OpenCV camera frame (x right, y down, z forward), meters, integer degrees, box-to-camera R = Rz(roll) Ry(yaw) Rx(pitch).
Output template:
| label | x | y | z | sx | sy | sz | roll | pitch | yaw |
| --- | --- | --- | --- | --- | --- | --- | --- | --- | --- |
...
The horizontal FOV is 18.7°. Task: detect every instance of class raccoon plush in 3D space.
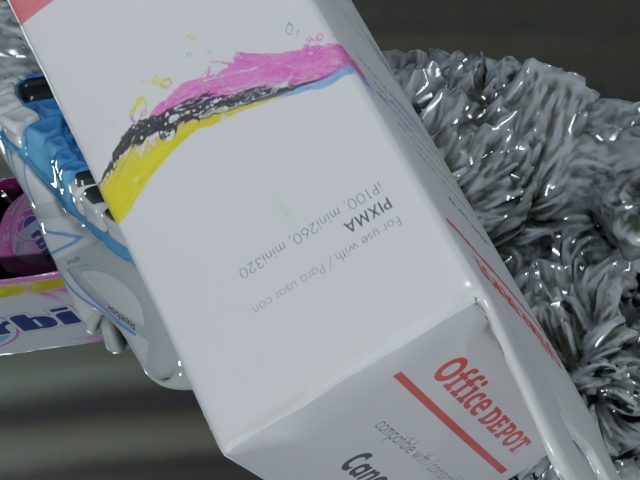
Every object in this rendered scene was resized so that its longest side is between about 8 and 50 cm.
| label | x | y | z | sx | sy | sz | roll | pitch | yaw |
| --- | --- | --- | --- | --- | --- | --- | --- | --- | --- |
| raccoon plush | -0.013 | 0.075 | 0.854 | 0.216 | 0.446 | 0.299 | 79 | -151 | -71 |

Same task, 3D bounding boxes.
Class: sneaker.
| label | x | y | z | sx | sy | sz | roll | pitch | yaw |
| --- | --- | --- | --- | --- | --- | --- | --- | --- | --- |
| sneaker | -0.077 | -0.006 | 0.700 | 0.191 | 0.071 | 0.083 | -130 | 37 | -59 |

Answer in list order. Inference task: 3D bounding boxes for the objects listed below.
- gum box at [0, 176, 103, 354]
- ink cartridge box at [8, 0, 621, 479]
| label | x | y | z | sx | sy | sz | roll | pitch | yaw |
| --- | --- | --- | --- | --- | --- | --- | --- | --- | --- |
| gum box | -0.197 | 0.020 | 1.083 | 0.107 | 0.188 | 0.062 | 57 | -153 | -65 |
| ink cartridge box | 0.000 | 0.000 | 0.466 | 0.198 | 0.067 | 0.115 | 62 | -171 | 27 |
